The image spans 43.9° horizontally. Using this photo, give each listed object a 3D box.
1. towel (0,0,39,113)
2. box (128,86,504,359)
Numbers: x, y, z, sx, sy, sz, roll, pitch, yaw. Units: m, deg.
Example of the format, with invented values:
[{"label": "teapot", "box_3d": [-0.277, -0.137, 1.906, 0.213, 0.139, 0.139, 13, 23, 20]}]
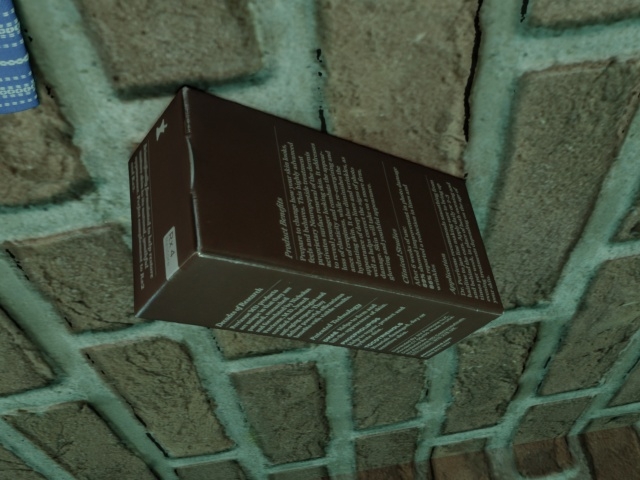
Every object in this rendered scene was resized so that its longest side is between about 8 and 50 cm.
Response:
[{"label": "towel", "box_3d": [-0.354, -0.200, 0.566, 0.243, 0.040, 0.336, -7, 150, -12]}, {"label": "box", "box_3d": [0.000, 0.000, 0.842, 0.381, 0.191, 0.143, 15, 141, -35]}]
